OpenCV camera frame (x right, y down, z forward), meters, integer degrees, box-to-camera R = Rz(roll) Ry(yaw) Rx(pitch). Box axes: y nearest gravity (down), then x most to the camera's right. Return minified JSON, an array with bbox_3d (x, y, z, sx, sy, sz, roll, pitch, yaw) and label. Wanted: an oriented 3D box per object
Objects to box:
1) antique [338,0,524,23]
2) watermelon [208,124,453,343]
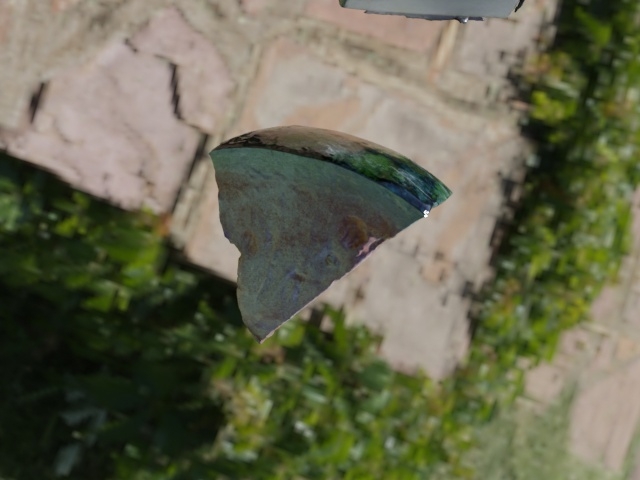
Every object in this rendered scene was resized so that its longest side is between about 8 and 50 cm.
[{"bbox_3d":[0.092,-0.264,1.297,0.152,0.146,0.148,0,147,-19],"label":"antique"},{"bbox_3d":[0.002,-0.024,1.400,0.202,0.136,0.207,-32,166,16],"label":"watermelon"}]
